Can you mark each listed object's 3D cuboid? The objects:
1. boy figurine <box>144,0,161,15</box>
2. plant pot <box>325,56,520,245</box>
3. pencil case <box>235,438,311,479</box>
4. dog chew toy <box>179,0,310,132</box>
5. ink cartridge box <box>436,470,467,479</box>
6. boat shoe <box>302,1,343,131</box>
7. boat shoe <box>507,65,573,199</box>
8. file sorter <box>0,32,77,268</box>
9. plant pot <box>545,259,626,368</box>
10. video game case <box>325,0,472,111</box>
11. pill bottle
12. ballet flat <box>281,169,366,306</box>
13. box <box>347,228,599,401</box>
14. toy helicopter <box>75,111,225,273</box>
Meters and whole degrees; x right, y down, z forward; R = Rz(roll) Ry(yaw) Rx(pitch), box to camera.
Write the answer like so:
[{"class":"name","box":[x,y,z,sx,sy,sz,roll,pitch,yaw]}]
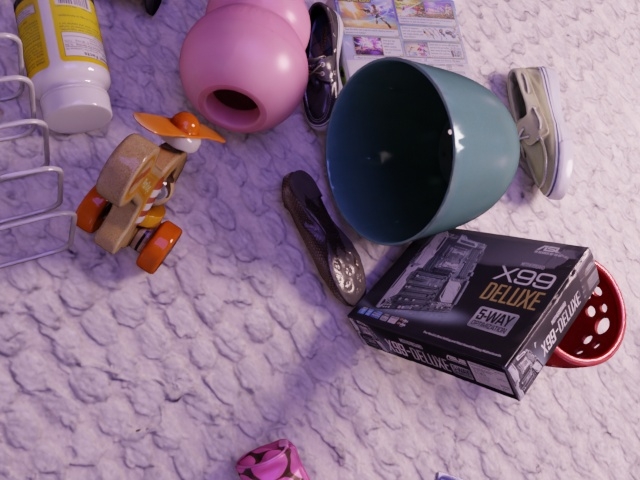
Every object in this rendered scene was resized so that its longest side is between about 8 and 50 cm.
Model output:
[{"class":"boy figurine","box":[-0.391,-0.480,1.044,0.285,0.092,0.177,22,68,-12]},{"class":"plant pot","box":[0.188,-0.148,1.062,0.235,0.293,0.293,-8,77,-38]},{"class":"pencil case","box":[-0.036,0.391,0.914,0.098,0.095,0.209,-30,87,10]},{"class":"dog chew toy","box":[-0.108,-0.344,1.054,0.206,0.206,0.332,19,61,-14]},{"class":"ink cartridge box","box":[0.231,0.548,0.981,0.165,0.065,0.333,20,67,-13]},{"class":"boat shoe","box":[-0.001,-0.310,1.117,0.080,0.076,0.229,3,82,26]},{"class":"boat shoe","box":[0.433,-0.218,1.274,0.094,0.109,0.302,2,64,-4]},{"class":"file sorter","box":[-0.455,-0.109,0.856,0.173,0.193,0.278,-17,81,-27]},{"class":"plant pot","box":[0.395,0.131,1.103,0.191,0.174,0.191,6,72,-19]},{"class":"video game case","box":[0.155,-0.349,1.221,0.269,0.061,0.244,-4,77,-21]},{"class":"pill bottle","box":[-0.389,-0.279,0.968,0.119,0.119,0.208,-11,78,-23]},{"class":"ballet flat","box":[0.000,0.000,1.069,0.084,0.058,0.250,-30,92,-47]},{"class":"box","box":[0.230,0.093,0.987,0.242,0.307,0.076,-45,123,-25]},{"class":"toy helicopter","box":[-0.224,-0.086,0.841,0.140,0.355,0.235,35,83,-7]}]
